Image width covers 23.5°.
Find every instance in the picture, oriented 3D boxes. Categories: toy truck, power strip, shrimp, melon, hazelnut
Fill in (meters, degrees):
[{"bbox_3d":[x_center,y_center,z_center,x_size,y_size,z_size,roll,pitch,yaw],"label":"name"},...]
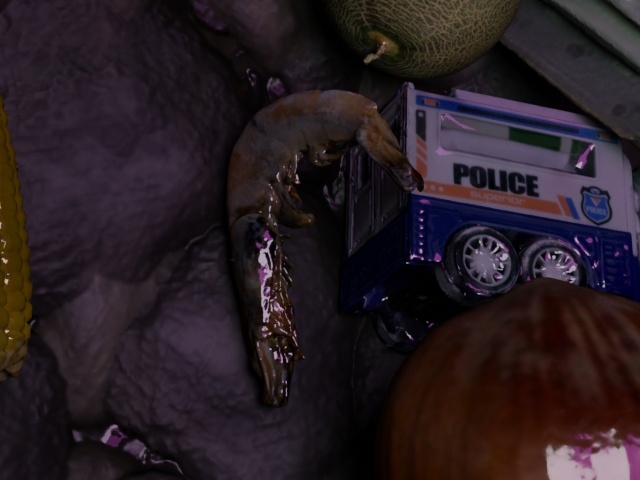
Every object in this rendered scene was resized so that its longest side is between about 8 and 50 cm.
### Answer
[{"bbox_3d":[0.156,-0.005,1.018,0.268,0.124,0.155,9,67,-20],"label":"toy truck"},{"bbox_3d":[0.222,-0.174,1.023,0.198,0.213,0.064,-40,135,-7],"label":"power strip"},{"bbox_3d":[0.002,0.000,0.942,0.035,0.148,0.195,9,74,-54],"label":"shrimp"},{"bbox_3d":[0.070,-0.184,1.019,0.139,0.139,0.192,33,60,-12],"label":"melon"},{"bbox_3d":[0.136,0.133,0.885,0.212,0.181,0.181,-6,48,4],"label":"hazelnut"}]

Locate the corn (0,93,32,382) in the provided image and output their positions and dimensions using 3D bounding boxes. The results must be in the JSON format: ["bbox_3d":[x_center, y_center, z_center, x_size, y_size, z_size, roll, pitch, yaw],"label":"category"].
[{"bbox_3d":[-0.239,-0.075,0.859,0.131,0.131,0.344,-12,83,-26],"label":"corn"}]
